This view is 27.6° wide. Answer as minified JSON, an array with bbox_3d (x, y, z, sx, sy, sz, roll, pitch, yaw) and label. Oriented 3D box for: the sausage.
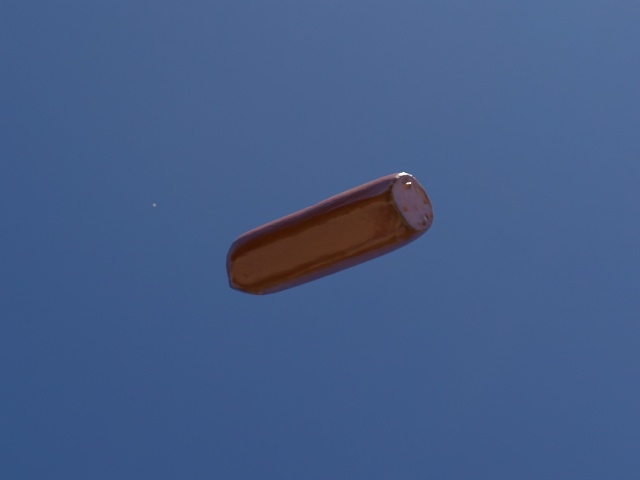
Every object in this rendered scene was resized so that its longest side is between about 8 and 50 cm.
[{"bbox_3d":[0.000,0.000,0.737,0.131,0.039,0.041,-21,-81,30],"label":"sausage"}]
